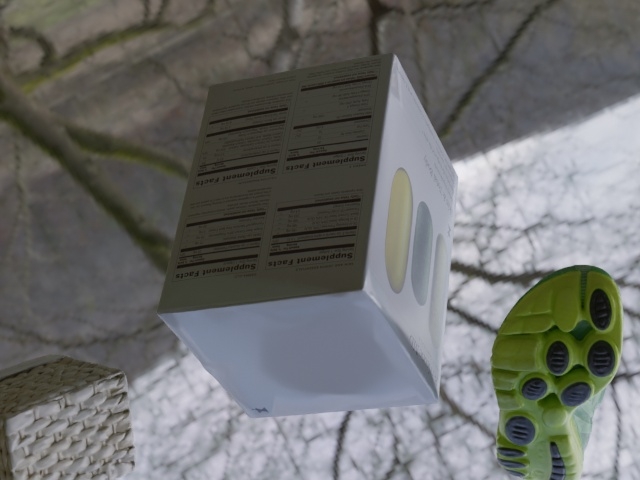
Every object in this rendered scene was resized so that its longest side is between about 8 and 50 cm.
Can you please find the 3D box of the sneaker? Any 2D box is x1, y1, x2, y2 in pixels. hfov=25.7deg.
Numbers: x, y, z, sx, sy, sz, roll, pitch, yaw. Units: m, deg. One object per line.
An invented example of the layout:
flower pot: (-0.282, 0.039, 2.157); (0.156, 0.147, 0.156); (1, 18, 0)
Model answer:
sneaker: (0.210, 0.109, 1.271); (0.109, 0.295, 0.123); (12, -128, 8)

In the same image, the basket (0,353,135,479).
basket: (-0.256, 0.177, 1.262); (0.103, 0.113, 0.167); (1, -168, 34)

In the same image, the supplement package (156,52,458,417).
supplement package: (0.000, 0.000, 1.310); (0.198, 0.199, 0.262); (-8, -128, 23)
